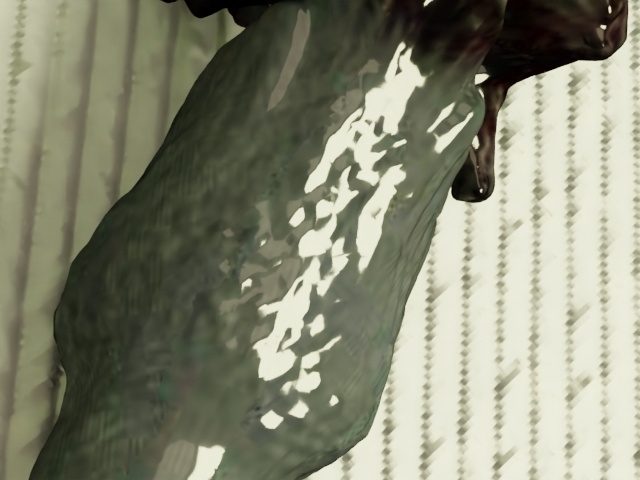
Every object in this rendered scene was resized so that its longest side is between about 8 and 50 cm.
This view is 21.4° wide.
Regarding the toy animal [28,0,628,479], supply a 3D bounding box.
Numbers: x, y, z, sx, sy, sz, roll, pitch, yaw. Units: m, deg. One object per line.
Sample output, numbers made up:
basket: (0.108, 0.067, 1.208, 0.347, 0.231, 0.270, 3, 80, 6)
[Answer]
toy animal: (0.000, 0.003, 0.404, 0.121, 0.117, 0.210, 26, 64, -19)
